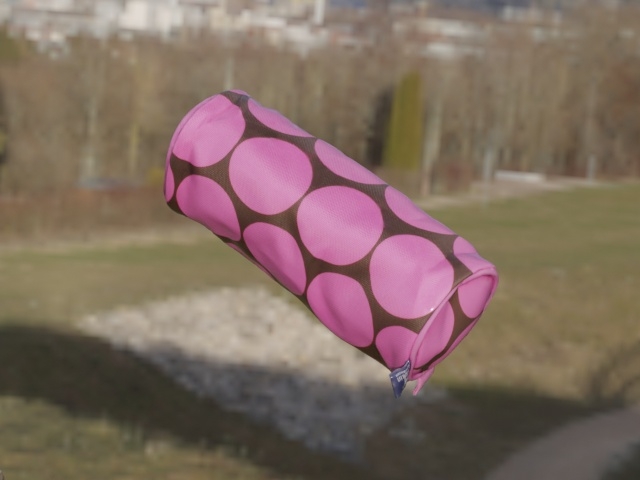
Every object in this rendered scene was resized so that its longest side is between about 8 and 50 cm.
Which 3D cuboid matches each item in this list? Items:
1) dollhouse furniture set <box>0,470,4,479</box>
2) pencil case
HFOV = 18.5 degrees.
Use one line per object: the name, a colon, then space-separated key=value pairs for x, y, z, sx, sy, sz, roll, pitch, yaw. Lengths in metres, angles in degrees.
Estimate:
dollhouse furniture set: x=-0.296 y=0.022 z=0.488 sx=0.356 sy=0.173 sz=0.303 roll=11 pitch=16 yaw=11
pencil case: x=0.000 y=0.000 z=1.185 sx=0.209 sy=0.098 sz=0.095 roll=39 pitch=53 yaw=19
